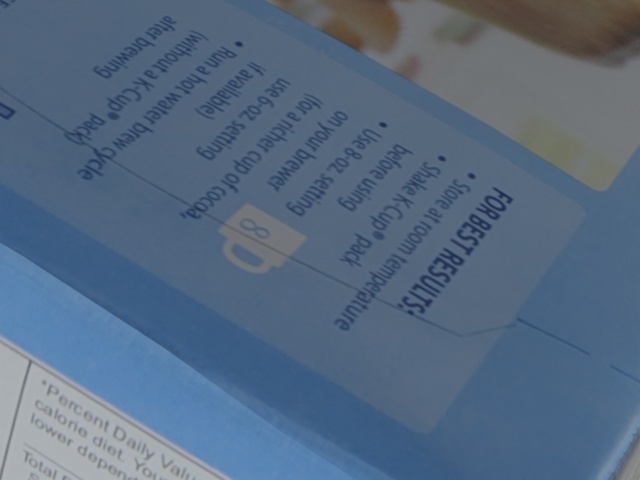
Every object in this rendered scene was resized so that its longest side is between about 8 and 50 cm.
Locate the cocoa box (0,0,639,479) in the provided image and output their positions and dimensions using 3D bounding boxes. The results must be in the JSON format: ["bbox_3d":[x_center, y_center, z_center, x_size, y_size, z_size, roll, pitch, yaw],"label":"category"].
[{"bbox_3d":[0.000,0.000,0.530,0.231,0.228,0.347,30,-138,12],"label":"cocoa box"}]
